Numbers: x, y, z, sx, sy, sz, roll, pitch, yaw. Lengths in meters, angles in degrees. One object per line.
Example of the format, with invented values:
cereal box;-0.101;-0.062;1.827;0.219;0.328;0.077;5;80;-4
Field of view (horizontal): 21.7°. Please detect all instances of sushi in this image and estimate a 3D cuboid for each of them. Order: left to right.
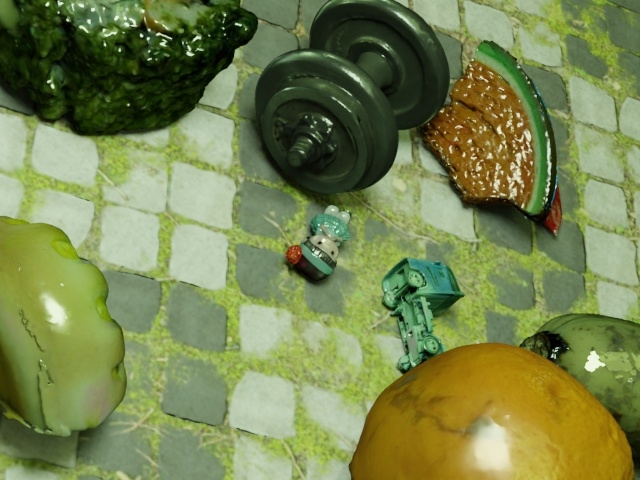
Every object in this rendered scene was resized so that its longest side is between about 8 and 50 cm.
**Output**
sushi;-0.265;-0.301;1.892;0.294;0.178;0.352;-18;70;-36

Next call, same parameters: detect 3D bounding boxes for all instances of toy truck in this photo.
toy truck;0.131;0.107;1.939;0.081;0.067;0.175;4;59;-30

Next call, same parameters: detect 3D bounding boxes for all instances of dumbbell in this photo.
dumbbell;0.038;-0.179;1.989;0.192;0.192;0.290;41;49;-2

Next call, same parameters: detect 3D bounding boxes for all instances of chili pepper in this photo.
chili pepper;0.278;-0.094;2.170;0.059;0.050;0.191;22;52;-68

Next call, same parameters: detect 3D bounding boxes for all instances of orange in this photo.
orange;0.174;0.258;1.707;0.312;0.312;0.312;16;54;-22

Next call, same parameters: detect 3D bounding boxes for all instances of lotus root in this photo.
lotus root;0.381;0.178;1.992;0.309;0.173;0.173;21;52;-21

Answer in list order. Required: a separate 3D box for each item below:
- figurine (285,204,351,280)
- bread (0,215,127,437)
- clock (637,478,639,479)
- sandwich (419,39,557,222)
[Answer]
figurine;0.000;0.000;1.943;0.060;0.047;0.106;41;45;-14
bread;-0.271;0.072;1.658;0.158;0.156;0.260;-19;72;-36
clock;0.453;0.383;1.955;0.170;0.069;0.232;15;55;-24
sandwich;0.228;-0.122;2.116;0.235;0.159;0.079;58;7;19
